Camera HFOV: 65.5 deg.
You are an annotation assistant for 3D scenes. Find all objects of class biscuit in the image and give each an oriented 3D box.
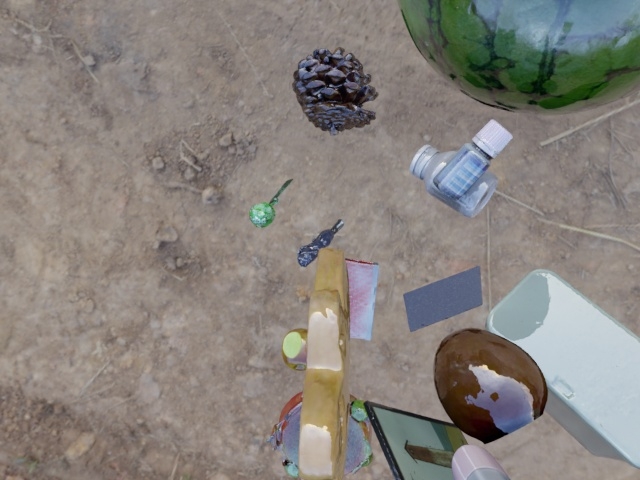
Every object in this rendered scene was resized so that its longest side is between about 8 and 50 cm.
[{"bbox_3d":[0.013,0.157,0.625,0.052,0.355,0.275,3,121,3],"label":"biscuit"}]

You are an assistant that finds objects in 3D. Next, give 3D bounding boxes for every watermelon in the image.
[{"bbox_3d":[0.229,-0.293,0.471,0.363,0.363,0.363,6,128,7],"label":"watermelon"}]

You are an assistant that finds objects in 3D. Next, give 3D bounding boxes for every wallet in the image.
[{"bbox_3d":[0.064,0.123,1.037,0.103,0.020,0.196,6,121,9],"label":"wallet"}]

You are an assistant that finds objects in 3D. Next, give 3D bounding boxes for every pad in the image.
[{"bbox_3d":[0.495,0.235,1.992,0.330,0.004,0.220,-19,124,-5],"label":"pad"}]

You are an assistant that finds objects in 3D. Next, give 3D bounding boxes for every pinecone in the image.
[{"bbox_3d":[0.048,-0.477,1.595,0.242,0.296,0.298,-31,158,22],"label":"pinecone"}]

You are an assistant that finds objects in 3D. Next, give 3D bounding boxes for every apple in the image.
[{"bbox_3d":[-0.042,0.273,1.240,0.114,0.102,0.099,-2,158,33],"label":"apple"}]

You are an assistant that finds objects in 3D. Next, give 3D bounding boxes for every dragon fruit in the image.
[{"bbox_3d":[0.016,0.490,1.277,0.295,0.130,0.268,-35,86,15],"label":"dragon fruit"}]

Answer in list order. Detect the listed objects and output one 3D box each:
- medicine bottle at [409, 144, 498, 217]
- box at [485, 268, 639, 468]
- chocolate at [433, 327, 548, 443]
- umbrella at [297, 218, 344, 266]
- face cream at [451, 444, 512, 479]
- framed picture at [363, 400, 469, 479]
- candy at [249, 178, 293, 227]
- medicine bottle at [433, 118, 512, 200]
[{"bbox_3d":[0.353,-0.168,1.347,0.215,0.135,0.135,37,133,23],"label":"medicine bottle"},{"bbox_3d":[0.511,0.265,1.000,0.177,0.352,0.344,-44,153,-4],"label":"box"},{"bbox_3d":[0.249,0.210,0.755,0.177,0.177,0.177,6,128,7],"label":"chocolate"},{"bbox_3d":[0.004,-0.001,1.787,0.071,0.248,0.071,36,155,19],"label":"umbrella"},{"bbox_3d":[0.171,0.258,0.426,0.057,0.198,0.084,-32,98,3],"label":"face cream"},{"bbox_3d":[0.196,0.367,0.730,0.013,0.244,0.324,-40,138,16],"label":"framed picture"},{"bbox_3d":[-0.174,-0.161,1.929,0.097,0.323,0.097,14,131,16],"label":"candy"},{"bbox_3d":[0.365,-0.193,1.198,0.083,0.083,0.203,33,115,-14],"label":"medicine bottle"}]
